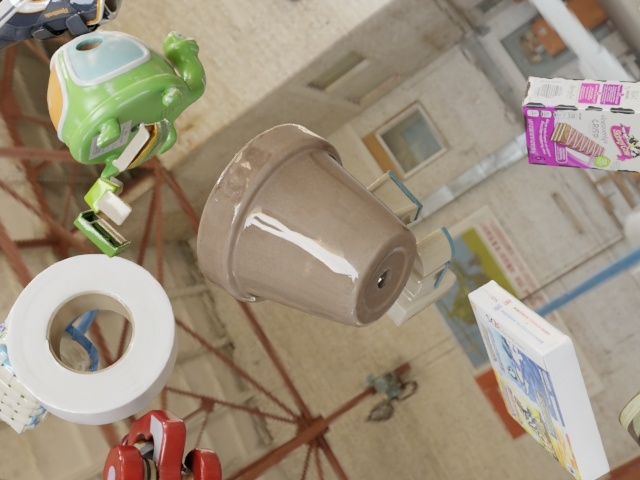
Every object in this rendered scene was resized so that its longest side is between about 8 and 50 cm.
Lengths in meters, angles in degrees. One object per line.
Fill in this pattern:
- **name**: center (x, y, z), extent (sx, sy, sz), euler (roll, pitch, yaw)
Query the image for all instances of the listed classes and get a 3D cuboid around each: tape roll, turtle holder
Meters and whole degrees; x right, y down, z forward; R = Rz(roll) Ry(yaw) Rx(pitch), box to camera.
- **tape roll**: center (-0.392, 0.170, 1.651), extent (0.286, 0.286, 0.100), euler (61, 166, 17)
- **turtle holder**: center (-0.373, -0.297, 1.827), extent (0.227, 0.320, 0.243), euler (53, -179, 11)

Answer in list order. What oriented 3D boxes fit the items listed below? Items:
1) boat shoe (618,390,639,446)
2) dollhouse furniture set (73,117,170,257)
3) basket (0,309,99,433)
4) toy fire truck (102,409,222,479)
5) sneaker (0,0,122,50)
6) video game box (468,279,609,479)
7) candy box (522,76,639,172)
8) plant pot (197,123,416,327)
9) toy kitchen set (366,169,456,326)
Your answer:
- **boat shoe**: center (0.480, 0.196, 1.247), extent (0.080, 0.224, 0.073), euler (2, -136, -32)
- **dollhouse furniture set**: center (-0.199, -0.057, 1.026), extent (0.058, 0.152, 0.076), euler (41, -166, 2)
- **basket**: center (-0.515, 0.205, 1.833), extent (0.201, 0.255, 0.289), euler (41, -137, 3)
- **toy fire truck**: center (-0.291, 0.424, 1.560), extent (0.169, 0.302, 0.254), euler (8, -179, -29)
- **sneaker**: center (-0.413, -0.379, 1.539), extent (0.127, 0.321, 0.126), euler (52, -164, -14)
- **video game box**: center (0.269, 0.173, 1.188), extent (0.205, 0.048, 0.187), euler (68, 172, -25)
- **candy box**: center (0.464, -0.191, 1.596), extent (0.159, 0.233, 0.071), euler (66, -144, -52)
- **plant pot**: center (0.000, 0.000, 1.305), extent (0.229, 0.263, 0.263), euler (29, -177, 28)
- **toy kitchen set**: center (0.140, 0.004, 1.540), extent (0.166, 0.122, 0.207), euler (49, 152, 20)
